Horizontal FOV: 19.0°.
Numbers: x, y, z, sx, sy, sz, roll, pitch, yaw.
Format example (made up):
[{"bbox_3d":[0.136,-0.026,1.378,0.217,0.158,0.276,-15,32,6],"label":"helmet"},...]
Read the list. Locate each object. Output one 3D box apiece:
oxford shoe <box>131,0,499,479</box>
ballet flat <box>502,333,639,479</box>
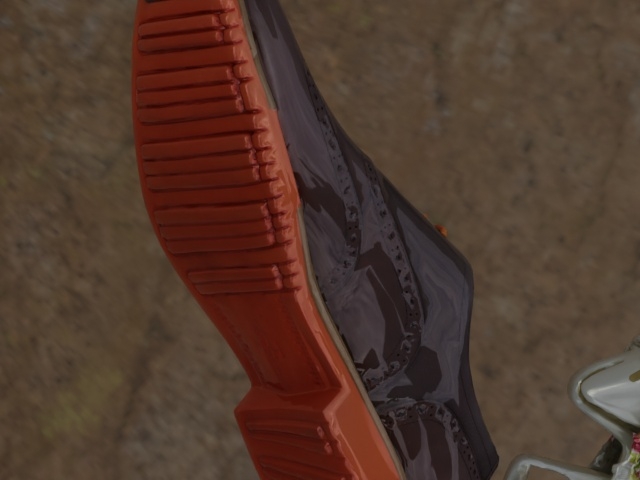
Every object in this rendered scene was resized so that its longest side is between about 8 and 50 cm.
[{"bbox_3d":[0.000,0.000,0.784,0.098,0.097,0.271,-28,110,-32],"label":"oxford shoe"},{"bbox_3d":[0.127,0.103,0.844,0.077,0.091,0.241,33,89,1],"label":"ballet flat"}]
